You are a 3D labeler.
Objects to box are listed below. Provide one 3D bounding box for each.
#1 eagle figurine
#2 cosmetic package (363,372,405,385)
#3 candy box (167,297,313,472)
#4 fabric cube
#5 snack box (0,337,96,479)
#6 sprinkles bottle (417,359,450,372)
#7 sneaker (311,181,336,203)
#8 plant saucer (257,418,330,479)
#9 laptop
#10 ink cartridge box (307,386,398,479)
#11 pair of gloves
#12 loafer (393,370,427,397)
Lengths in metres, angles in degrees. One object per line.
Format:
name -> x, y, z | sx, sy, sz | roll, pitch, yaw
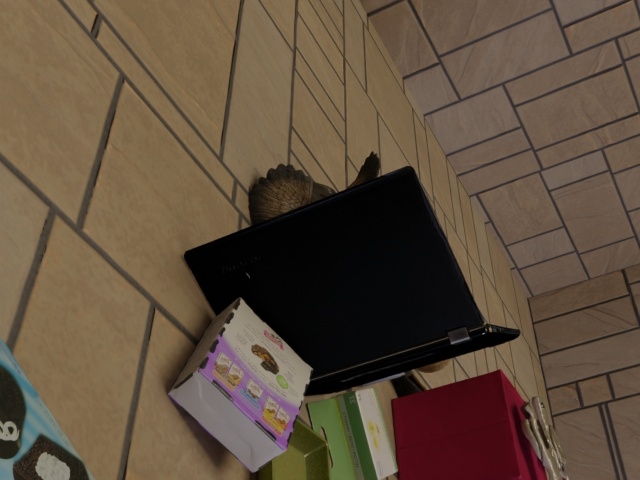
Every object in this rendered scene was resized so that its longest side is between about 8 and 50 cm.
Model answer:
eagle figurine -> -0.001, -0.001, 1.542 | 0.225, 0.226, 0.299 | -165, -111, -71
cosmetic package -> 0.083, 0.171, 1.738 | 0.127, 0.107, 0.238 | 24, 47, -67
candy box -> -0.106, 0.200, 1.215 | 0.165, 0.070, 0.196 | 46, 26, -11
fabric cube -> 0.331, 0.474, 1.863 | 0.254, 0.258, 0.259 | 51, 28, -44
snack box -> -0.281, 0.265, 0.788 | 0.322, 0.060, 0.187 | 63, 21, -18
sprinkles bottle -> 0.195, 0.173, 1.992 | 0.355, 0.121, 0.121 | 52, 27, -41
sneaker -> -0.013, -0.043, 1.749 | 0.083, 0.118, 0.222 | 14, 21, -22
plant saucer -> -0.045, 0.369, 1.312 | 0.188, 0.045, 0.189 | 48, 29, -46
laptop -> 0.068, 0.093, 1.367 | 0.408, 0.381, 0.237 | 17, 56, -65
ink cartridge box -> 0.064, 0.366, 1.580 | 0.235, 0.056, 0.171 | 16, 57, -68
pair of gloves -> 0.486, 0.444, 1.859 | 0.240, 0.042, 0.204 | 12, 57, -69
loafer -> 0.187, 0.293, 1.942 | 0.170, 0.061, 0.062 | 60, 24, -23
